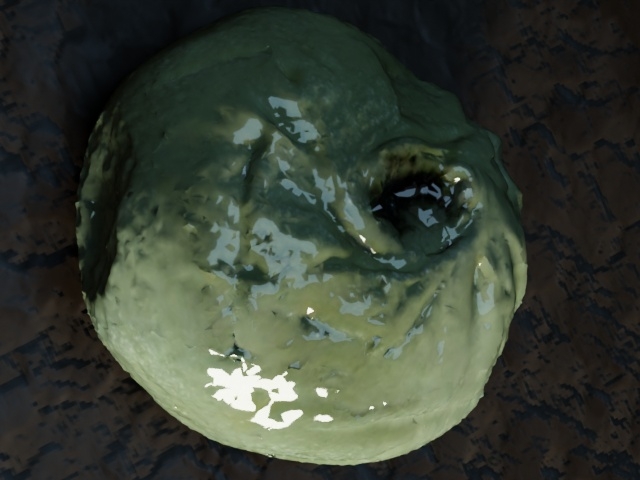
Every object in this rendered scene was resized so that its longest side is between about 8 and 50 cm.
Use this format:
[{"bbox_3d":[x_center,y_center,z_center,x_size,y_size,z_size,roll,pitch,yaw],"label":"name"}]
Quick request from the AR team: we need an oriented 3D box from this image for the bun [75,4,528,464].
[{"bbox_3d":[-0.003,-0.001,0.812,0.221,0.108,0.221,0,89,-27],"label":"bun"}]
